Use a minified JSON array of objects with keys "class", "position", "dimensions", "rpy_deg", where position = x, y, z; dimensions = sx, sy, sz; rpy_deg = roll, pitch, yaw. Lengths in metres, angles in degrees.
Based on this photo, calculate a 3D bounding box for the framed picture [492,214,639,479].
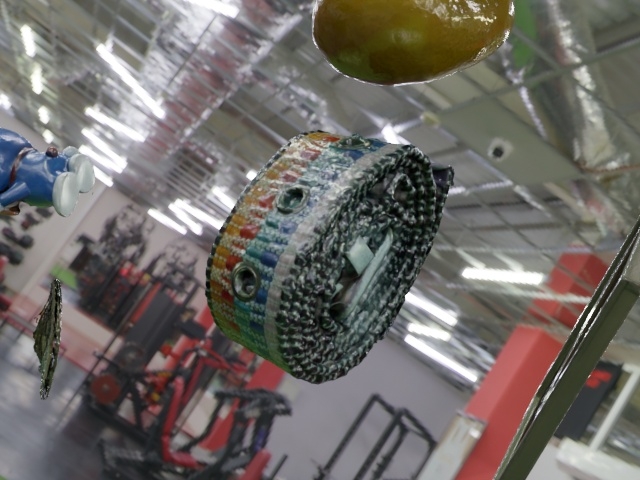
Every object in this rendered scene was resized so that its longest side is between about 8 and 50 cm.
[{"class":"framed picture","position":[0.322,0.143,1.090],"dimensions":[0.028,0.326,0.446],"rpy_deg":[29,-53,15]}]

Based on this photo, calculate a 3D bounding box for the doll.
[{"class":"doll","position":[-0.550,-0.118,1.595],"dimensions":[0.257,0.215,0.161],"rpy_deg":[16,-56,11]}]

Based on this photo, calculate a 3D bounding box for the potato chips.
[{"class":"potato chips","position":[-0.471,0.167,1.503],"dimensions":[0.029,0.201,0.220],"rpy_deg":[6,-5,-25]}]

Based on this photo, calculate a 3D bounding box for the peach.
[{"class":"peach","position":[0.112,-0.282,1.053],"dimensions":[0.251,0.251,0.153],"rpy_deg":[28,-43,32]}]

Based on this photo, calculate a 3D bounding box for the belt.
[{"class":"belt","position":[0.000,0.000,0.969],"dimensions":[0.161,0.295,0.207],"rpy_deg":[20,-12,41]}]
